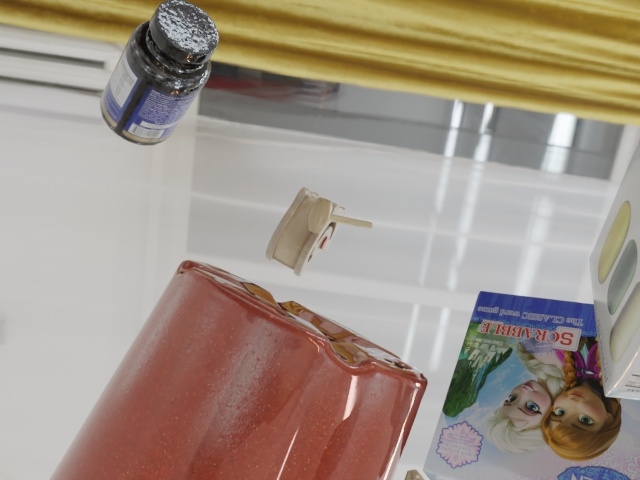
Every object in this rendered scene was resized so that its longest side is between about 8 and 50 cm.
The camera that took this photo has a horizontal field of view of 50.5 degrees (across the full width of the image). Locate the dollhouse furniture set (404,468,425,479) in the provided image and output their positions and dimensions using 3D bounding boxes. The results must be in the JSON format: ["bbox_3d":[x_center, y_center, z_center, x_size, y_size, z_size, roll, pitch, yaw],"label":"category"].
[{"bbox_3d":[0.027,0.436,1.226,0.355,0.303,0.174,51,27,-67],"label":"dollhouse furniture set"}]

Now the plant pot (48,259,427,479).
[{"bbox_3d":[-0.066,0.173,0.495,0.265,0.272,0.272,-64,180,-2],"label":"plant pot"}]

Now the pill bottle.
[{"bbox_3d":[-0.236,-0.244,1.001,0.219,0.122,0.123,-38,-144,47],"label":"pill bottle"}]

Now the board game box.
[{"bbox_3d":[0.348,0.238,0.996,0.066,0.318,0.318,54,50,-44],"label":"board game box"}]

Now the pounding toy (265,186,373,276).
[{"bbox_3d":[0.000,0.000,1.299,0.154,0.154,0.269,-62,172,4],"label":"pounding toy"}]

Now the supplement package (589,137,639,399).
[{"bbox_3d":[0.414,0.025,0.690,0.263,0.198,0.199,84,13,-52],"label":"supplement package"}]
